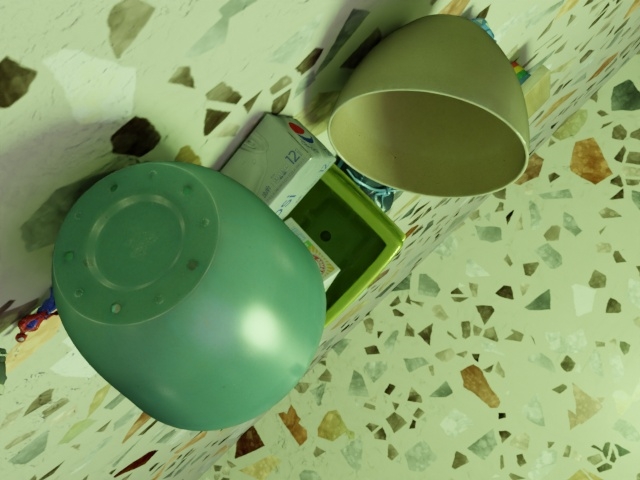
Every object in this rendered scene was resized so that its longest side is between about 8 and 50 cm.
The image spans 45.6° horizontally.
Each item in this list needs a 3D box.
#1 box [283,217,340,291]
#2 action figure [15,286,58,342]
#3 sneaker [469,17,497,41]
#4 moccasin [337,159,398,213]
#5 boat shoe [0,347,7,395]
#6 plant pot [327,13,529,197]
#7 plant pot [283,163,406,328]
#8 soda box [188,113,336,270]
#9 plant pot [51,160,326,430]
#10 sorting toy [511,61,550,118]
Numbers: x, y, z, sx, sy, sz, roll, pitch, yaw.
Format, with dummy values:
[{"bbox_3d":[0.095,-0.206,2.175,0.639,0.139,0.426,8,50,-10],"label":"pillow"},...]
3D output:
[{"bbox_3d":[-0.088,0.075,1.083,0.203,0.114,0.103,-35,166,-36],"label":"box"},{"bbox_3d":[-0.348,0.088,0.967,0.115,0.030,0.038,-43,172,7],"label":"action figure"},{"bbox_3d":[0.261,-0.307,1.354,0.126,0.091,0.240,-42,166,-7],"label":"sneaker"},{"bbox_3d":[0.100,-0.101,1.460,0.138,0.117,0.342,-38,166,-19],"label":"moccasin"},{"bbox_3d":[-0.416,0.127,0.867,0.206,0.075,0.064,84,11,-67],"label":"boat shoe"},{"bbox_3d":[0.170,-0.211,1.105,0.284,0.284,0.190,101,4,-68],"label":"plant pot"},{"bbox_3d":[0.000,0.000,1.284,0.227,0.228,0.207,-47,173,15],"label":"plant pot"},{"bbox_3d":[-0.113,-0.044,1.088,0.286,0.091,0.098,-48,167,20],"label":"soda box"},{"bbox_3d":[-0.161,0.045,0.863,0.293,0.293,0.235,-41,152,-7],"label":"plant pot"},{"bbox_3d":[0.421,-0.305,1.810,0.255,0.089,0.257,-46,166,9],"label":"sorting toy"}]
